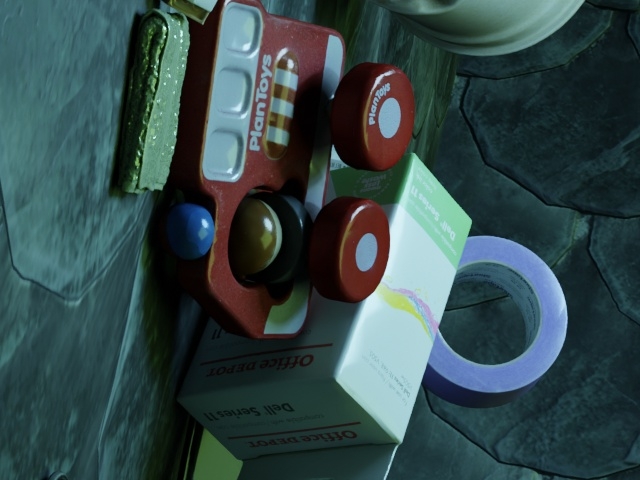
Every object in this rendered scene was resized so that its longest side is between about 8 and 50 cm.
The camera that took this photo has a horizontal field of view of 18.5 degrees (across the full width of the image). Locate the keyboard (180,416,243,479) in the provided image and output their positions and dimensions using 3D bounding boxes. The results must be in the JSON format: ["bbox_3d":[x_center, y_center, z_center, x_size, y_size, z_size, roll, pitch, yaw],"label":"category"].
[{"bbox_3d":[-0.051,0.141,2.084,0.201,0.033,0.317,25,70,-40],"label":"keyboard"}]

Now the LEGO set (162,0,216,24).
[{"bbox_3d":[-0.081,-0.324,1.555,0.132,0.107,0.287,-21,133,-40],"label":"LEGO set"}]

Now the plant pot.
[{"bbox_3d":[0.159,-0.390,2.425,0.305,0.333,0.334,-19,118,-68],"label":"plant pot"}]

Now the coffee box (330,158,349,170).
[{"bbox_3d":[0.007,0.065,2.242,0.119,0.168,0.297,74,25,-73],"label":"coffee box"}]

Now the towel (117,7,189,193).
[{"bbox_3d":[-0.131,-0.110,1.568,0.110,0.027,0.148,-33,132,-81],"label":"towel"}]

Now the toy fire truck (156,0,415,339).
[{"bbox_3d":[-0.058,-0.063,1.778,0.254,0.169,0.302,6,94,-57],"label":"toy fire truck"}]

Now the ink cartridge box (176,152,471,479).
[{"bbox_3d":[-0.004,0.095,1.933,0.119,0.207,0.353,48,46,-34],"label":"ink cartridge box"}]

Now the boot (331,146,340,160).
[{"bbox_3d":[0.000,0.000,2.460,0.123,0.095,0.258,-57,147,-57],"label":"boot"}]

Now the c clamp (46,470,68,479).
[{"bbox_3d":[-0.212,0.258,1.462,0.137,0.022,0.161,83,19,-47],"label":"c clamp"}]

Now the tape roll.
[{"bbox_3d":[0.188,0.095,2.290,0.080,0.189,0.189,110,-8,-71],"label":"tape roll"}]
